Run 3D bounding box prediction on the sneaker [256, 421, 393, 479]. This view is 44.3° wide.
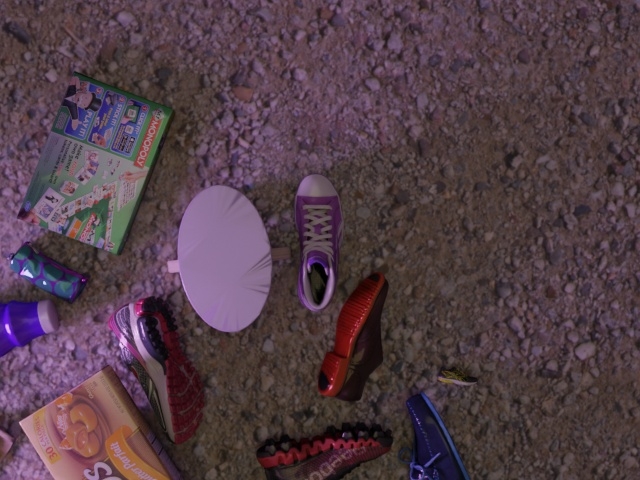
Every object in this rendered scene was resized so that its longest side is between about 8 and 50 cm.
[{"bbox_3d":[0.016,0.448,1.579,0.276,0.097,0.135,-11,89,-2],"label":"sneaker"}]

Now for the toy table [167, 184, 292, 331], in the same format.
[{"bbox_3d":[-0.180,0.034,1.543,0.252,0.161,0.274,4,89,-4],"label":"toy table"}]

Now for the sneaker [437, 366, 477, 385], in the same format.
[{"bbox_3d":[0.286,0.281,1.631,0.083,0.031,0.035,6,88,-3],"label":"sneaker"}]

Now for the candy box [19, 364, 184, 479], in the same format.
[{"bbox_3d":[-0.400,0.421,1.493,0.183,0.087,0.316,-32,91,-5],"label":"candy box"}]

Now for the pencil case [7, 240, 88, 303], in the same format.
[{"bbox_3d":[-0.542,0.063,1.567,0.152,0.064,0.070,31,112,-3],"label":"pencil case"}]

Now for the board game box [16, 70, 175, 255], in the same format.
[{"bbox_3d":[-0.450,-0.154,1.586,0.214,0.046,0.317,21,88,-4],"label":"board game box"}]

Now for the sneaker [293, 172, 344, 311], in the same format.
[{"bbox_3d":[0.001,0.000,1.555,0.102,0.161,0.281,-3,88,-2],"label":"sneaker"}]

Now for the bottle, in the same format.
[{"bbox_3d":[-0.664,0.180,1.542,0.283,0.092,0.118,-14,81,-4],"label":"bottle"}]

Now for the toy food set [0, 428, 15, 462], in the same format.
[{"bbox_3d":[-0.774,0.449,1.531,0.220,0.092,0.306,35,88,-2],"label":"toy food set"}]

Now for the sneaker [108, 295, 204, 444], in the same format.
[{"bbox_3d":[-0.322,0.261,1.564,0.112,0.121,0.299,-18,91,25],"label":"sneaker"}]

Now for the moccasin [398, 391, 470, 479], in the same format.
[{"bbox_3d":[0.235,0.478,1.574,0.117,0.138,0.341,-22,90,1],"label":"moccasin"}]

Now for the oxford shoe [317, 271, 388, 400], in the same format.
[{"bbox_3d":[0.087,0.197,1.602,0.098,0.097,0.271,23,92,-23],"label":"oxford shoe"}]
